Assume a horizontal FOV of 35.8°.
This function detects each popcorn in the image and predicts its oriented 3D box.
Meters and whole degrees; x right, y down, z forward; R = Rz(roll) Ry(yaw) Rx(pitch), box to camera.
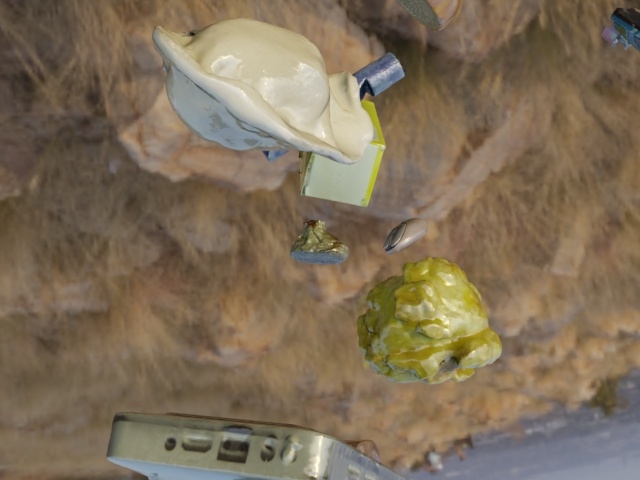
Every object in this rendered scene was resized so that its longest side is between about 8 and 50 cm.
[{"bbox_3d":[0.197,0.166,1.898,0.235,0.241,0.250,-10,170,-40],"label":"popcorn"}]

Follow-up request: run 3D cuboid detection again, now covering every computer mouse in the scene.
[{"bbox_3d":[0.152,-0.012,1.798,0.096,0.039,0.066,-32,-175,-31],"label":"computer mouse"}]

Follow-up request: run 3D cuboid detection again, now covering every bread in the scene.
[{"bbox_3d":[0.172,-0.487,1.823,0.070,0.236,0.236,-42,161,0],"label":"bread"}]

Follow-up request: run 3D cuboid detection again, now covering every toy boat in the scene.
[{"bbox_3d":[0.775,-0.415,2.223,0.134,0.299,0.092,-6,133,-41],"label":"toy boat"}]

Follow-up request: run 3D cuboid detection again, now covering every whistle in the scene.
[{"bbox_3d":[0.017,-0.247,1.831,0.304,0.062,0.062,-33,166,-7],"label":"whistle"}]

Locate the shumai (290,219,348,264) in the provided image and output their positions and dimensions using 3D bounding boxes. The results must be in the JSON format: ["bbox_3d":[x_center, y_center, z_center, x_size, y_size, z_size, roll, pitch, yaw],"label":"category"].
[{"bbox_3d":[0.000,0.000,2.083,0.124,0.087,0.099,3,163,5],"label":"shumai"}]

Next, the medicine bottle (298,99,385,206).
[{"bbox_3d":[0.038,-0.186,1.958,0.141,0.250,0.137,9,117,-6],"label":"medicine bottle"}]

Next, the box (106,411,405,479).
[{"bbox_3d":[-0.097,0.373,1.627,0.396,0.111,0.396,0,157,24],"label":"box"}]

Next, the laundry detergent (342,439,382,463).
[{"bbox_3d":[0.060,0.479,1.835,0.076,0.237,0.171,-3,123,15],"label":"laundry detergent"}]

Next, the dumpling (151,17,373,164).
[{"bbox_3d":[-0.075,-0.172,1.291,0.318,0.243,0.187,2,132,-44],"label":"dumpling"}]
